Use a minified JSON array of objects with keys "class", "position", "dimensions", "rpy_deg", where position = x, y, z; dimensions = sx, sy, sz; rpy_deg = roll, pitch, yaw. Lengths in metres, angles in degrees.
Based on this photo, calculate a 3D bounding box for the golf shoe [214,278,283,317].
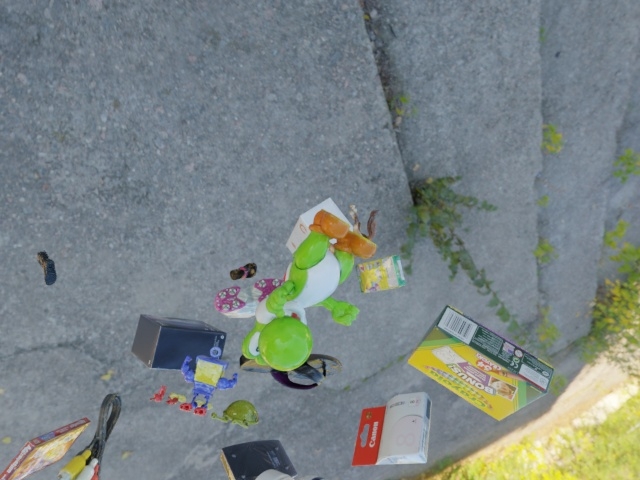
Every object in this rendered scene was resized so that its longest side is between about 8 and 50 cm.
[{"class":"golf shoe","position":[-0.235,0.223,1.721],"dimensions":[0.307,0.115,0.140],"rpy_deg":[-7,149,-4]}]

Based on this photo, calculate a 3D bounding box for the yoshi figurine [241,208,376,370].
[{"class":"yoshi figurine","position":[-0.024,0.128,0.963],"dimensions":[0.362,0.204,0.203],"rpy_deg":[-56,172,0]}]

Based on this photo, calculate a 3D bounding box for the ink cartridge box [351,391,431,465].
[{"class":"ink cartridge box","position":[0.192,0.532,1.293],"dimensions":[0.233,0.189,0.066],"rpy_deg":[-15,122,28]}]

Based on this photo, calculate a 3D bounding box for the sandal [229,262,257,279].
[{"class":"sandal","position":[-0.361,0.150,2.114],"dimensions":[0.179,0.067,0.040],"rpy_deg":[-19,177,33]}]

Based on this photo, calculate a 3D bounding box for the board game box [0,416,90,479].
[{"class":"board game box","position":[-0.774,0.594,1.292],"dimensions":[0.145,0.027,0.281],"rpy_deg":[-53,173,-7]}]

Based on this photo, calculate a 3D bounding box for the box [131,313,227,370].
[{"class":"box","position":[-0.605,0.434,1.954],"dimensions":[0.294,0.296,0.182],"rpy_deg":[14,83,-36]}]

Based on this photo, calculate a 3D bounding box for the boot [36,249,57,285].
[{"class":"boot","position":[-1.097,0.108,1.829],"dimensions":[0.045,0.099,0.121],"rpy_deg":[-15,123,-48]}]

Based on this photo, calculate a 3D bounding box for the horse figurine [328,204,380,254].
[{"class":"horse figurine","position":[0.089,-0.003,1.454],"dimensions":[0.066,0.174,0.263],"rpy_deg":[-5,161,-46]}]

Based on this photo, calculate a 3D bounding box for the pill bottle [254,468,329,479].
[{"class":"pill bottle","position":[0.004,0.334,0.515],"dimensions":[0.112,0.187,0.111],"rpy_deg":[-15,107,-57]}]

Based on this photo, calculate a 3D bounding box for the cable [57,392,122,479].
[{"class":"cable","position":[-0.539,0.516,1.125],"dimensions":[0.072,0.287,0.139],"rpy_deg":[-11,117,16]}]

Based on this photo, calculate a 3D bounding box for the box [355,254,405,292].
[{"class":"box","position":[0.194,0.116,1.531],"dimensions":[0.043,0.105,0.179],"rpy_deg":[-6,172,-44]}]

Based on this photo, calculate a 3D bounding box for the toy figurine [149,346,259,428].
[{"class":"toy figurine","position":[-0.363,0.475,1.558],"dimensions":[0.363,0.217,0.191],"rpy_deg":[13,164,6]}]

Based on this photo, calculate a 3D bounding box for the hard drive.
[{"class":"hard drive","position":[-0.219,0.790,1.607],"dimensions":[0.255,0.172,0.054],"rpy_deg":[14,113,-43]}]

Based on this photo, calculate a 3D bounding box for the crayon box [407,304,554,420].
[{"class":"crayon box","position":[0.503,0.408,1.500],"dimensions":[0.106,0.363,0.313],"rpy_deg":[-50,164,-34]}]

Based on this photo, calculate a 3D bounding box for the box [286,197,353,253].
[{"class":"box","position":[0.000,0.000,2.033],"dimensions":[0.168,0.215,0.345],"rpy_deg":[-34,171,-23]}]

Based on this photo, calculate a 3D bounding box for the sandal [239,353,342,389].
[{"class":"sandal","position":[-0.101,0.495,1.708],"dimensions":[0.446,0.107,0.167],"rpy_deg":[17,134,-36]}]
